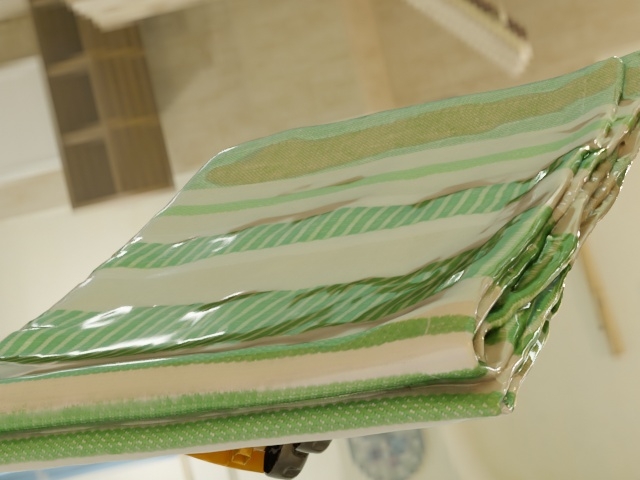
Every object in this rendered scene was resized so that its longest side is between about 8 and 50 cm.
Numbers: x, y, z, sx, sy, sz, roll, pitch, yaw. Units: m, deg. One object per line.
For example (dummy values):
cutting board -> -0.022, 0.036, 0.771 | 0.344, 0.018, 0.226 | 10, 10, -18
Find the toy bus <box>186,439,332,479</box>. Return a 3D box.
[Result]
toy bus -> -0.054, 0.087, 1.539 | 0.149, 0.211, 0.220 | 19, 156, -9

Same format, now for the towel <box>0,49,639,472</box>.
towel -> 0.000, 0.000, 0.713 | 0.248, 0.038, 0.325 | -10, -162, 24
